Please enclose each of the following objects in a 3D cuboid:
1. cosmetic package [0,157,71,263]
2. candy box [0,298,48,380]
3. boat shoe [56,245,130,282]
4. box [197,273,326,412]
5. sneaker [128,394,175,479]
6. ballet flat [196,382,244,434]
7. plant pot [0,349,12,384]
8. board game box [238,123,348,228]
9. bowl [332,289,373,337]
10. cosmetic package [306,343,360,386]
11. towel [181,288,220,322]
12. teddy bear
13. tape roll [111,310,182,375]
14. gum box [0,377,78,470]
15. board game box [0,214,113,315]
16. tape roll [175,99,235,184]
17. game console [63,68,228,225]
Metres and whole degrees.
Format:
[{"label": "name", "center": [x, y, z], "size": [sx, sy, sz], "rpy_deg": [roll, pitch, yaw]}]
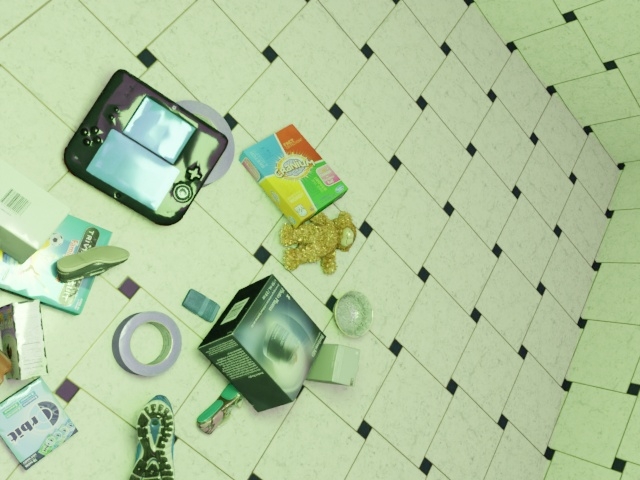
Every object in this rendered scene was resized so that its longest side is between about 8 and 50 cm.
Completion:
[{"label": "cosmetic package", "center": [-0.775, -0.073, 1.539], "size": [0.224, 0.224, 0.138], "rpy_deg": [40, 59, -21]}, {"label": "candy box", "center": [-0.774, 0.260, 1.611], "size": [0.070, 0.164, 0.196], "rpy_deg": [-6, 85, -39]}, {"label": "boat shoe", "center": [-0.632, 0.067, 1.724], "size": [0.206, 0.065, 0.075], "rpy_deg": [-15, 45, -44]}, {"label": "box", "center": [-0.171, 0.319, 1.949], "size": [0.294, 0.182, 0.296], "rpy_deg": [51, 39, -17]}, {"label": "sneaker", "center": [-0.467, 0.598, 1.777], "size": [0.129, 0.147, 0.330], "rpy_deg": [9, 98, -6]}, {"label": "ballet flat", "center": [-0.293, 0.517, 1.953], "size": [0.221, 0.077, 0.079], "rpy_deg": [-44, 124, -27]}, {"label": "plant pot", "center": [-0.912, 0.283, 1.476], "size": [0.265, 0.272, 0.272], "rpy_deg": [51, 58, -26]}, {"label": "board game box", "center": [-0.092, -0.229, 2.155], "size": [0.242, 0.064, 0.316], "rpy_deg": [-36, 82, -33]}, {"label": "bowl", "center": [0.101, 0.267, 2.248], "size": [0.170, 0.080, 0.170], "rpy_deg": [7, 77, -33]}, {"label": "cosmetic package", "center": [0.018, 0.412, 2.070], "size": [0.107, 0.238, 0.127], "rpy_deg": [20, 70, -30]}, {"label": "towel", "center": [-0.379, 0.206, 1.969], "size": [0.119, 0.029, 0.067], "rpy_deg": [37, 63, -24]}, {"label": "teddy bear", "center": [0.000, 0.000, 2.210], "size": [0.337, 0.113, 0.245], "rpy_deg": [7, 80, -33]}, {"label": "tape roll", "center": [-0.512, 0.304, 1.833], "size": [0.189, 0.080, 0.189], "rpy_deg": [6, 79, -33]}, {"label": "gum box", "center": [-0.768, 0.485, 1.653], "size": [0.157, 0.041, 0.184], "rpy_deg": [-37, 102, -33]}, {"label": "board game box", "center": [-0.781, 0.031, 1.701], "size": [0.336, 0.079, 0.254], "rpy_deg": [25, 69, -28]}, {"label": "tape roll", "center": [-0.418, -0.306, 1.997], "size": [0.274, 0.090, 0.275], "rpy_deg": [7, 78, -33]}, {"label": "game console", "center": [-0.518, -0.265, 1.846], "size": [0.386, 0.060, 0.342], "rpy_deg": [32, 89, -17]}]
